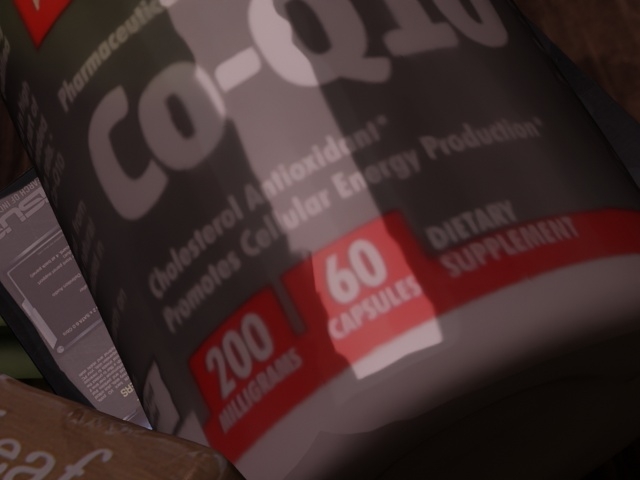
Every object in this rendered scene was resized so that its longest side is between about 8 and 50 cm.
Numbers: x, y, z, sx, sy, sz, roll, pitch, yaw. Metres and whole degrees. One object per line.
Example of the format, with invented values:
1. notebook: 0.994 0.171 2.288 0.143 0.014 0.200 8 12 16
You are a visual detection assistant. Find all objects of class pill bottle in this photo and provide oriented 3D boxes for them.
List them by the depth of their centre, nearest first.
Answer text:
1. pill bottle: -0.015 -0.046 0.498 0.161 0.161 0.283 -31 65 3

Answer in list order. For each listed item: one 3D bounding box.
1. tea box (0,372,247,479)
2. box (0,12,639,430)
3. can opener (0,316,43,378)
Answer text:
1. tea box: -0.173 0.199 0.414 0.329 0.220 0.323 11 57 40
2. box: 0.000 0.000 0.599 0.232 0.059 0.183 -39 63 -6
3. can opener: -0.201 0.022 0.748 0.280 0.074 0.093 -1 49 33
